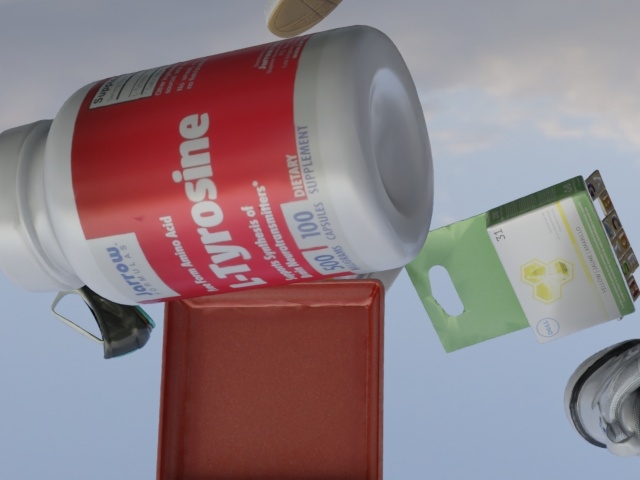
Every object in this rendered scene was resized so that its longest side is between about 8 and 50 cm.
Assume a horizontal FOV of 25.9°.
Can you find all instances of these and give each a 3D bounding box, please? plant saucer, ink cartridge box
[{"bbox_3d":[-0.053,0.176,1.582,0.258,0.259,0.048,-2,166,10],"label":"plant saucer"},{"bbox_3d":[0.224,0.042,1.613,0.235,0.171,0.056,-21,-157,14],"label":"ink cartridge box"}]

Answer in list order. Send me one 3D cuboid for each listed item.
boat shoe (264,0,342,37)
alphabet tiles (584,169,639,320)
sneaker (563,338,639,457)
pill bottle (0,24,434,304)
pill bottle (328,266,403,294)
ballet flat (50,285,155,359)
[{"bbox_3d":[0.005,-0.407,1.912,0.098,0.277,0.096,21,-159,-52],"label":"boat shoe"},{"bbox_3d":[0.499,0.014,2.448,0.009,0.237,0.198,-19,-168,36],"label":"alphabet tiles"},{"bbox_3d":[0.436,0.125,1.448,0.366,0.137,0.210,-28,-177,4],"label":"sneaker"},{"bbox_3d":[-0.114,-0.060,1.344,0.408,0.229,0.229,-9,-165,23],"label":"pill bottle"},{"bbox_3d":[0.000,0.000,1.715,0.208,0.119,0.119,32,-156,3],"label":"pill bottle"},{"bbox_3d":[-0.342,0.047,1.881,0.096,0.280,0.095,-39,167,-14],"label":"ballet flat"}]
